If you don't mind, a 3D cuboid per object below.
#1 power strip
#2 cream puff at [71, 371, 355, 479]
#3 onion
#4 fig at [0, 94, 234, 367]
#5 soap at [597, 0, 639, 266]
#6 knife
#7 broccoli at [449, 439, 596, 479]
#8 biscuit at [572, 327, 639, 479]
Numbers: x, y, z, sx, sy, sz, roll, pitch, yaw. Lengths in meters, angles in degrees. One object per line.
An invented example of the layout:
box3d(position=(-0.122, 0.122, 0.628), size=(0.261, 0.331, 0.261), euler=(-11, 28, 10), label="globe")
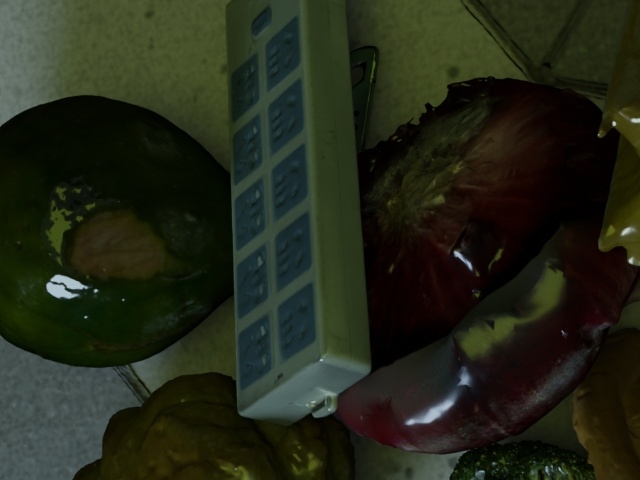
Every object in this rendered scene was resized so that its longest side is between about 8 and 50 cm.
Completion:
box3d(position=(-0.020, -0.051, 1.315), size=(0.106, 0.043, 0.367), euler=(-37, 46, 44), label="power strip")
box3d(position=(-0.069, 0.215, 1.328), size=(0.196, 0.244, 0.244), euler=(-6, 86, -19), label="cream puff")
box3d(position=(0.121, 0.032, 1.282), size=(0.272, 0.195, 0.272), euler=(-31, 39, 29), label="onion")
box3d(position=(-0.131, -0.001, 1.385), size=(0.245, 0.195, 0.195), euler=(4, 89, -16), label="fig")
box3d(position=(0.337, -0.134, 1.160), size=(0.293, 0.156, 0.335), euler=(8, 53, 17), label="soap")
box3d(position=(0.001, 0.000, 1.408), size=(0.043, 0.020, 0.293), euler=(12, 91, 19), label="knife")
box3d(position=(0.152, 0.205, 1.298), size=(0.162, 0.138, 0.145), euler=(17, 129, 8), label="broccoli")
box3d(position=(0.245, 0.155, 1.272), size=(0.224, 0.144, 0.033), euler=(48, 133, 17), label="biscuit")
